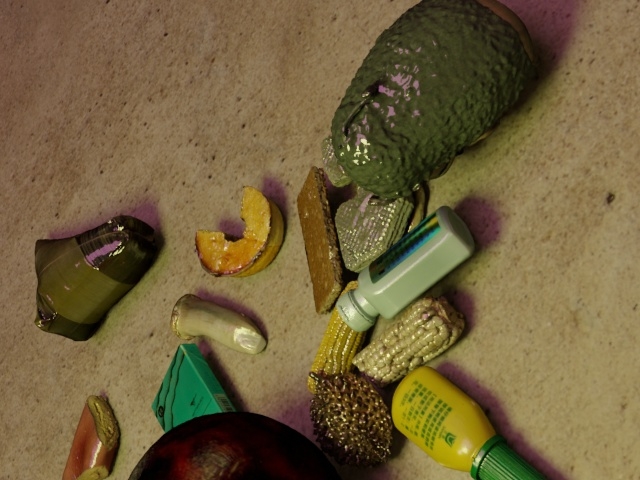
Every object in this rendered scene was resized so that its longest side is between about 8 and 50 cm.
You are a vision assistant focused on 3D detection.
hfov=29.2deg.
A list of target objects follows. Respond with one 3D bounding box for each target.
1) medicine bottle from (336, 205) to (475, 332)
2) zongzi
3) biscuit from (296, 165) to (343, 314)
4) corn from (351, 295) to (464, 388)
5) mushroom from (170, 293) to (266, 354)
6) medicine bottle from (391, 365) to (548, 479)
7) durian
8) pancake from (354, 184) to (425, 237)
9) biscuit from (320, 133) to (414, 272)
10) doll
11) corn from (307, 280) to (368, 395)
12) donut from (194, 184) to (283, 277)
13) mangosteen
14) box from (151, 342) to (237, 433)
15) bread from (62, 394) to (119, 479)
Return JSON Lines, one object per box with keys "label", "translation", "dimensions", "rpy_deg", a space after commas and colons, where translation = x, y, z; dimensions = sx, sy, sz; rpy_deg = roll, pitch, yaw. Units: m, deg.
{"label": "medicine bottle", "translation": [0.127, 0.050, 1.883], "dimensions": [0.229, 0.083, 0.121], "rpy_deg": [-39, 17, 16]}
{"label": "zongzi", "translation": [-0.469, 0.008, 2.469], "dimensions": [0.289, 0.154, 0.317], "rpy_deg": [-44, 45, 16]}
{"label": "biscuit", "translation": [0.000, 0.000, 2.060], "dimensions": [0.131, 0.025, 0.230], "rpy_deg": [120, 144, -59]}
{"label": "corn", "translation": [0.127, 0.163, 1.885], "dimensions": [0.211, 0.087, 0.087], "rpy_deg": [-40, 53, 29]}
{"label": "mushroom", "translation": [-0.184, 0.154, 2.197], "dimensions": [0.209, 0.071, 0.084], "rpy_deg": [15, 58, 41]}
{"label": "medicine bottle", "translation": [0.219, 0.295, 1.764], "dimensions": [0.309, 0.076, 0.111], "rpy_deg": [37, 114, 44]}
{"label": "durian", "translation": [0.029, 0.278, 1.898], "dimensions": [0.188, 0.091, 0.148], "rpy_deg": [53, 143, 24]}
{"label": "pancake", "translation": [0.109, -0.052, 2.010], "dimensions": [0.158, 0.028, 0.158], "rpy_deg": [-14, 69, 41]}
{"label": "biscuit", "translation": [0.077, -0.085, 1.997], "dimensions": [0.147, 0.046, 0.249], "rpy_deg": [-27, 62, 35]}
{"label": "doll", "translation": [0.162, -0.211, 1.850], "dimensions": [0.349, 0.247, 0.247], "rpy_deg": [-46, 44, -13]}
{"label": "corn", "translation": [0.037, 0.162, 1.982], "dimensions": [0.072, 0.072, 0.203], "rpy_deg": [23, 94, 45]}
{"label": "donut", "translation": [-0.136, -0.001, 2.198], "dimensions": [0.181, 0.078, 0.146], "rpy_deg": [-41, 53, 19]}
{"label": "mangosteen", "translation": [-0.141, 0.474, 1.859], "dimensions": [0.421, 0.381, 0.381], "rpy_deg": [-58, 45, 32]}
{"label": "box", "translation": [-0.218, 0.315, 2.179], "dimensions": [0.226, 0.042, 0.160], "rpy_deg": [52, 126, 40]}
{"label": "bread", "translation": [-0.434, 0.403, 2.360], "dimensions": [0.119, 0.067, 0.192], "rpy_deg": [17, 88, 52]}
